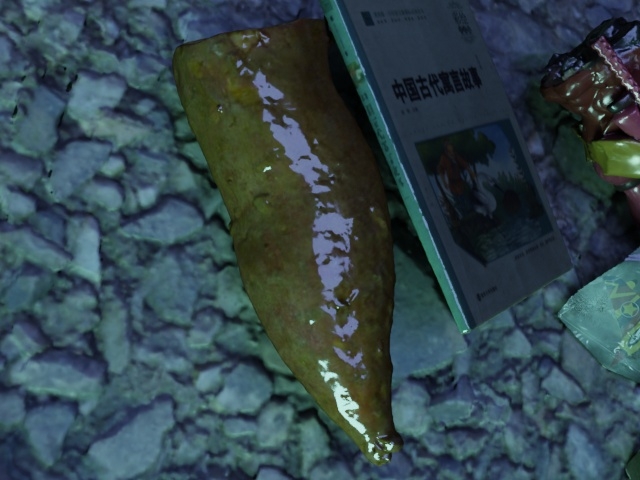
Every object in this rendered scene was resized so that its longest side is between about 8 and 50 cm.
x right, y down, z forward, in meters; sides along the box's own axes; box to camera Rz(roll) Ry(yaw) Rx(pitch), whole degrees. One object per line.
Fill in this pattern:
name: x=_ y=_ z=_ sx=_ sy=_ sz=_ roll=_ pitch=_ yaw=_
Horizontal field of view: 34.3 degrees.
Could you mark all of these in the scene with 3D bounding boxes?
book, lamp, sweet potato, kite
book: x=0.111 y=-0.080 z=0.848 sx=0.215 sy=0.025 sz=0.282 roll=-21 pitch=88 yaw=-53
lamp: x=0.300 y=-0.076 z=0.921 sx=0.118 sy=0.118 sz=0.253 roll=-43 pitch=101 yaw=-25
sweet potato: x=-0.003 y=0.001 z=0.776 sx=0.131 sy=0.131 sz=0.336 roll=-17 pitch=85 yaw=-26
kite: x=0.324 y=0.019 z=0.891 sx=0.141 sy=0.015 sz=0.245 roll=33 pitch=104 yaw=-11

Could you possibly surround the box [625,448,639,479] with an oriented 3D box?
box: x=0.431 y=0.276 z=0.889 sx=0.325 sy=0.047 sz=0.180 roll=12 pitch=41 yaw=-21
